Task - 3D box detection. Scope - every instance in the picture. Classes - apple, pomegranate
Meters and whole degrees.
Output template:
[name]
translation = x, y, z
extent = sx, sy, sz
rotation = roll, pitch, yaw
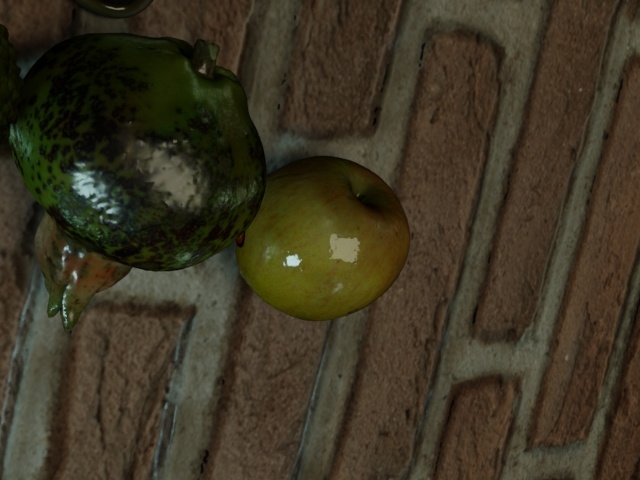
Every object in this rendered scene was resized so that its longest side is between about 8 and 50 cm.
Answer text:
[apple]
translation = 0.000, 0.000, 1.219
extent = 0.182, 0.182, 0.155
rotation = 11, 128, -43
[pomegranate]
translation = -0.169, -0.055, 1.046
extent = 0.204, 0.222, 0.276
rotation = -35, 159, -35

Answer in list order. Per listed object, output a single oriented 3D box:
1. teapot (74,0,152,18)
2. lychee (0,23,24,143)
[teapot]
translation = -0.114, -0.287, 1.007
extent = 0.267, 0.185, 0.175
rotation = -38, 140, 26
[lychee]
translation = -0.309, -0.127, 0.916
extent = 0.171, 0.171, 0.171
rotation = -16, 116, -36
